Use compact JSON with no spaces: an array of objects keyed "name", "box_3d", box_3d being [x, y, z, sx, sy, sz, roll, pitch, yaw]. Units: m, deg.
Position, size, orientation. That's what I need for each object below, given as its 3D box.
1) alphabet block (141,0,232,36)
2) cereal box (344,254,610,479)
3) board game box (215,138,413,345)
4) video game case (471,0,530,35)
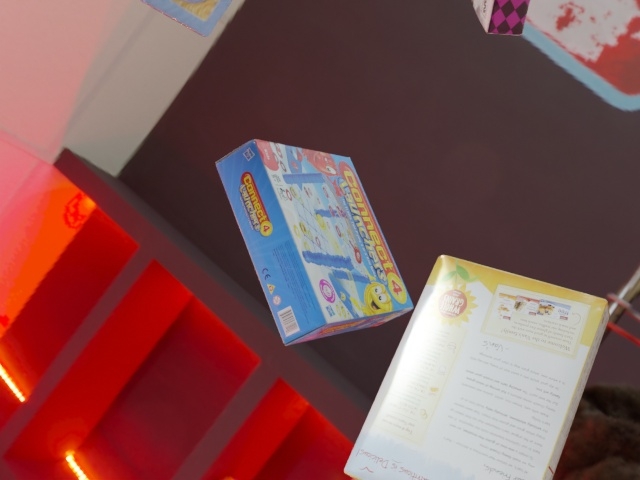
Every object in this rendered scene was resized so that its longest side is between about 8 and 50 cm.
[{"name":"alphabet block","box_3d":[-0.239,-0.478,1.206,0.193,0.197,0.192,-52,-22,11]},{"name":"cereal box","box_3d":[0.148,0.144,0.712,0.240,0.173,0.047,-63,-32,-16]},{"name":"board game box","box_3d":[0.000,0.000,1.249,0.086,0.308,0.302,-29,-14,28]},{"name":"video game case","box_3d":[0.187,-0.343,0.733,0.210,0.042,0.232,-84,0,-58]}]
